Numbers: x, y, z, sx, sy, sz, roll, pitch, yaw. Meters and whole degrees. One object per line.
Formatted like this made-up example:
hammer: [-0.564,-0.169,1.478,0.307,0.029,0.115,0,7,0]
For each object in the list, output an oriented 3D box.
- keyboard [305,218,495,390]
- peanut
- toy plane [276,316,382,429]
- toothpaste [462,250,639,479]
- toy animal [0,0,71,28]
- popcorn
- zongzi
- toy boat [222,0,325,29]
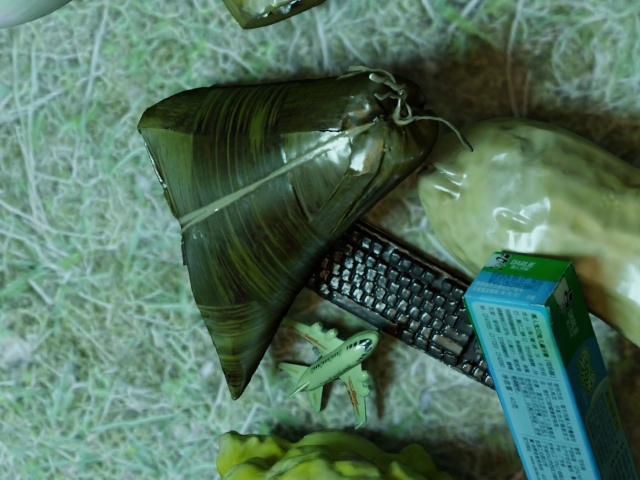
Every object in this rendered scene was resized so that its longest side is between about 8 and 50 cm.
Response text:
keyboard: [0.083,0.054,1.241,0.231,0.023,0.072,29,112,6]
peanut: [0.201,0.000,1.142,0.290,0.130,0.130,25,109,14]
toy plane: [0.013,0.092,1.256,0.102,0.040,0.111,49,129,-3]
toothpaste: [0.172,0.124,1.155,0.065,0.050,0.266,9,137,37]
toy animal: [-0.180,-0.269,1.111,0.310,0.251,0.251,-31,95,24]
popcorn: [0.021,0.247,1.216,0.212,0.259,0.259,-9,103,-7]
zongzi: [0.000,0.000,1.171,0.248,0.111,0.241,-3,105,42]
toy boat: [0.048,-0.243,1.121,0.321,0.121,0.089,-33,95,34]
